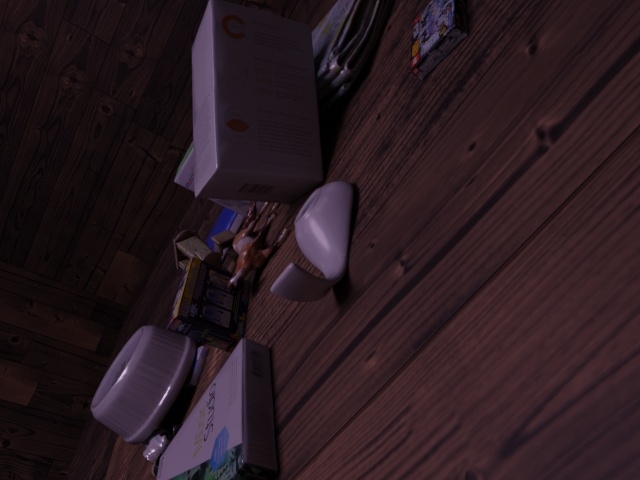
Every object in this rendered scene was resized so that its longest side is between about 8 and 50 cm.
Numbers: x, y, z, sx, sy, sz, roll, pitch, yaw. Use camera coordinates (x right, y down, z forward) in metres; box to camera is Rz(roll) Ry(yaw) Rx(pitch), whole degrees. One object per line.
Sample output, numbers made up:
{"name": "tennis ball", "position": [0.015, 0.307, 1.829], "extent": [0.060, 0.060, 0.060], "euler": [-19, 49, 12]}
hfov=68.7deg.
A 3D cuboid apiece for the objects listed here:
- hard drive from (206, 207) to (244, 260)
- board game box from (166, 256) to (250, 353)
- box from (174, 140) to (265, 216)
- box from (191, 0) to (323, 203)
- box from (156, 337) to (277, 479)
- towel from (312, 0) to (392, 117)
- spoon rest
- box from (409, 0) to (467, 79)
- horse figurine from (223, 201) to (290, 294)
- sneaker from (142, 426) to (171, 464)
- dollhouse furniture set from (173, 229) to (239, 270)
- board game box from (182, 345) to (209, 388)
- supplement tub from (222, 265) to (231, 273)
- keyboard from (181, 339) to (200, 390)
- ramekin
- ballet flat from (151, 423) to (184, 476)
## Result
{"name": "hard drive", "position": [-0.324, 0.020, 1.447], "extent": [0.319, 0.040, 0.210], "euler": [-62, 22, 5]}
{"name": "board game box", "position": [-0.221, 0.129, 0.952], "extent": [0.048, 0.141, 0.170], "euler": [-50, 24, 30]}
{"name": "box", "position": [-0.200, -0.206, 1.162], "extent": [0.262, 0.231, 0.127], "euler": [-39, 32, 45]}
{"name": "box", "position": [-0.136, -0.266, 0.950], "extent": [0.168, 0.215, 0.345], "euler": [-26, 65, 59]}
{"name": "box", "position": [-0.174, 0.342, 0.717], "extent": [0.322, 0.058, 0.232], "euler": [-56, 22, 20]}
{"name": "towel", "position": [0.019, -0.433, 1.122], "extent": [0.374, 0.090, 0.321], "euler": [-15, 49, 62]}
{"name": "spoon rest", "position": [0.000, 0.000, 0.707], "extent": [0.137, 0.084, 0.276], "euler": [-49, 12, 30]}
{"name": "box", "position": [0.177, -0.320, 0.706], "extent": [0.094, 0.027, 0.137], "euler": [-40, 32, 47]}
{"name": "horse figurine", "position": [-0.147, -0.004, 1.039], "extent": [0.174, 0.066, 0.263], "euler": [-52, 26, 13]}
{"name": "sneaker", "position": [-0.363, 0.449, 1.052], "extent": [0.061, 0.053, 0.152], "euler": [-52, 20, -17]}
{"name": "dollhouse furniture set", "position": [-0.226, 0.041, 1.109], "extent": [0.182, 0.161, 0.101], "euler": [34, 135, 30]}
{"name": "board game box", "position": [-0.298, 0.299, 1.100], "extent": [0.090, 0.020, 0.090], "euler": [-32, 37, 52]}
{"name": "supplement tub", "position": [-0.276, 0.119, 1.186], "extent": [0.107, 0.071, 0.071], "euler": [-52, 24, 26]}
{"name": "keyboard", "position": [-0.342, 0.296, 1.204], "extent": [0.108, 0.023, 0.180], "euler": [-28, 40, 56]}
{"name": "ramekin", "position": [-0.423, 0.325, 1.108], "extent": [0.273, 0.127, 0.273], "euler": [-44, 22, 23]}
{"name": "ballet flat", "position": [-0.300, 0.415, 0.933], "extent": [0.173, 0.049, 0.057], "euler": [-53, 23, 26]}
